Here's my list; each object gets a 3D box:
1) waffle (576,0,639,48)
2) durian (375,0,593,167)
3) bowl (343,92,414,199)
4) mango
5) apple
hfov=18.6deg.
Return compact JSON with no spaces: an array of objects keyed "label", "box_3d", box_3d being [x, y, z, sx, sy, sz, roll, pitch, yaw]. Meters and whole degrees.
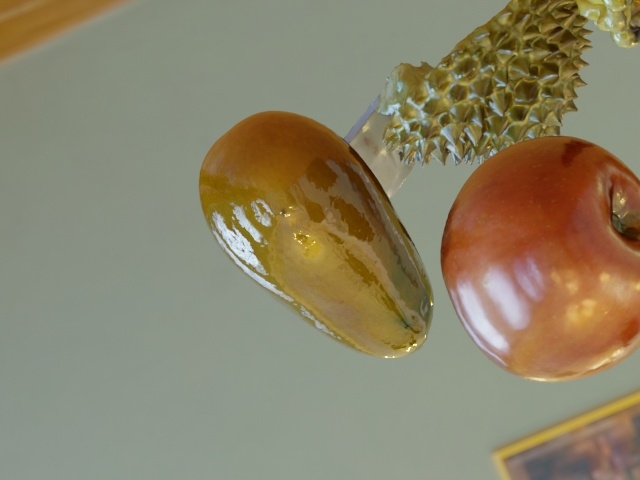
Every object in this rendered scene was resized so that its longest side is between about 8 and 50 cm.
[{"label":"waffle","box_3d":[0.232,-0.288,1.394,0.062,0.329,0.329,11,-175,17]},{"label":"durian","box_3d":[0.161,-0.164,2.081,0.172,0.166,0.306,15,137,-27]},{"label":"bowl","box_3d":[0.054,-0.083,2.312,0.189,0.086,0.189,-51,-177,3]},{"label":"mango","box_3d":[-0.004,-0.005,1.651,0.139,0.175,0.254,-36,128,3]},{"label":"apple","box_3d":[0.158,0.010,1.284,0.163,0.163,0.139,-17,165,-42]}]
